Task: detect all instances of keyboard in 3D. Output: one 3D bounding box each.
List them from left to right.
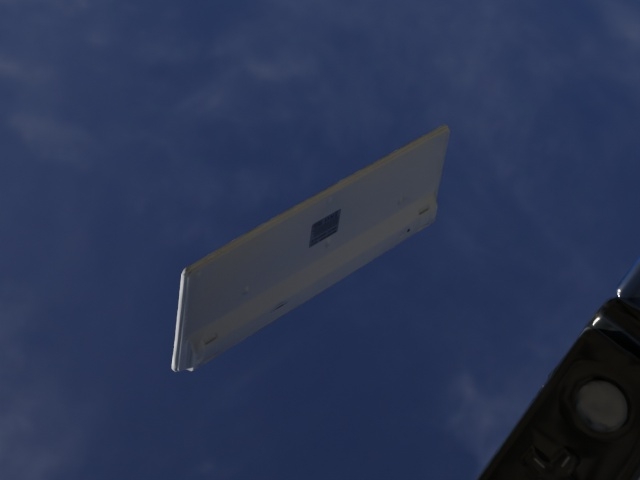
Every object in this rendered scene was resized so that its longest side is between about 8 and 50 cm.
[{"bbox_3d":[0.000,0.000,1.070,0.014,0.072,0.256,23,-145,31],"label":"keyboard"}]

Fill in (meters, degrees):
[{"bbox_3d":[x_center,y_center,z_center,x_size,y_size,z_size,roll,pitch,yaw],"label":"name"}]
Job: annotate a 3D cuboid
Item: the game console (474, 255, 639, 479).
[{"bbox_3d":[0.253,0.118,0.832,0.293,0.173,0.250,36,-122,7],"label":"game console"}]
